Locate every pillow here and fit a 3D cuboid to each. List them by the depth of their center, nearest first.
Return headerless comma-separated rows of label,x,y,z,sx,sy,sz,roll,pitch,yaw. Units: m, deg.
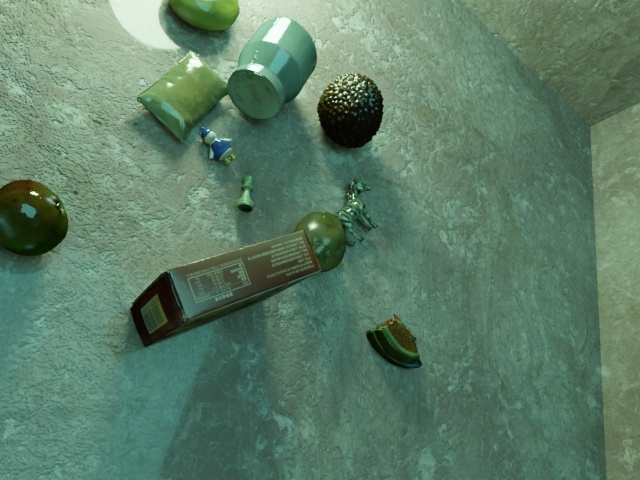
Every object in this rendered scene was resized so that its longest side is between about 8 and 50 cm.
pillow,-0.422,-0.468,1.504,0.185,0.074,0.303,43,54,-17

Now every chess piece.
chess piece,-0.238,-0.165,1.532,0.059,0.059,0.149,20,55,-27

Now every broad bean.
broad bean,-0.393,-0.846,1.642,0.238,0.119,0.291,50,53,-9

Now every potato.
potato,0.000,0.000,1.571,0.178,0.160,0.235,58,38,-28

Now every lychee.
lychee,0.124,-0.495,1.784,0.267,0.267,0.268,13,65,-30

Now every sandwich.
sandwich,0.283,0.366,1.668,0.235,0.079,0.159,51,52,-7

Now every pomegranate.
pomegranate,-0.705,-0.039,1.098,0.209,0.180,0.180,-29,90,-2

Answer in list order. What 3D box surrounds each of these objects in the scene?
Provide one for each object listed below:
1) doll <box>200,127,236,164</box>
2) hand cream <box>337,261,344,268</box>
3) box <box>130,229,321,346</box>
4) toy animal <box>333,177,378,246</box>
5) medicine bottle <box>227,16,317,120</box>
doll,-0.334,-0.307,1.515,0.143,0.057,0.099,45,74,-11
hand cream,0.055,0.050,1.671,0.035,0.022,0.102,-23,91,-39
box,-0.250,0.125,1.220,0.385,0.344,0.122,-18,81,-38
toy animal,0.138,-0.094,1.748,0.169,0.090,0.255,37,53,-13
medicine bottle,-0.170,-0.579,1.614,0.245,0.245,0.290,38,54,-17
